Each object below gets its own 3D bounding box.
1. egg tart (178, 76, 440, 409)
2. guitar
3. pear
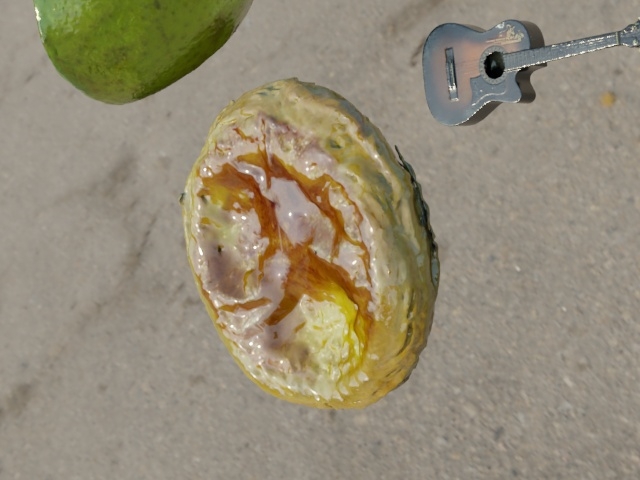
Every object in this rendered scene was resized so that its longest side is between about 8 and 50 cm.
[{"bbox_3d":[0.000,0.000,1.384,0.443,0.443,0.178,4,17,45],"label":"egg tart"},{"bbox_3d":[0.177,-0.148,0.848,0.233,0.025,0.088,-5,91,45],"label":"guitar"},{"bbox_3d":[-0.153,-0.240,0.963,0.139,0.288,0.239,17,73,27],"label":"pear"}]
